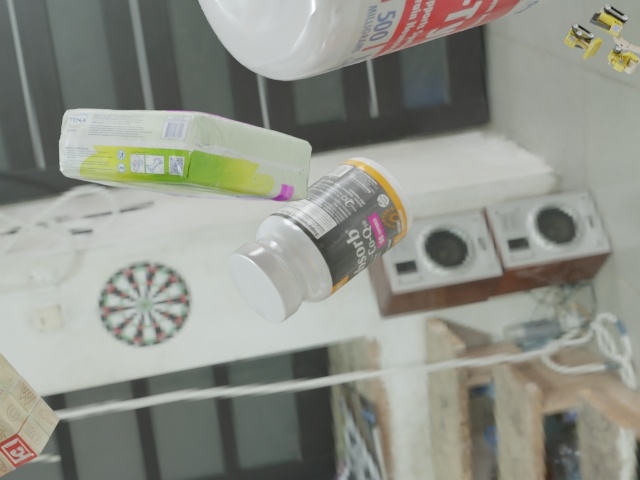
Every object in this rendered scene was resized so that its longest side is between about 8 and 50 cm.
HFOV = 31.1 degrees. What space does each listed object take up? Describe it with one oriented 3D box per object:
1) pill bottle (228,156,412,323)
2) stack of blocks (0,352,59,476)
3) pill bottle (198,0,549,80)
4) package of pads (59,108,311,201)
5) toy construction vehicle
[{"bbox_3d":[0.000,0.000,1.816,0.162,0.278,0.162,38,150,27],"label":"pill bottle"},{"bbox_3d":[-0.514,0.190,1.524,0.297,0.171,0.087,53,-157,-18],"label":"stack of blocks"},{"bbox_3d":[0.100,-0.297,1.014,0.229,0.408,0.229,37,138,43],"label":"pill bottle"},{"bbox_3d":[-0.184,-0.115,1.575,0.296,0.229,0.101,8,-93,-60],"label":"package of pads"},{"bbox_3d":[0.357,-0.246,1.436,0.098,0.035,0.086,36,153,6],"label":"toy construction vehicle"}]
